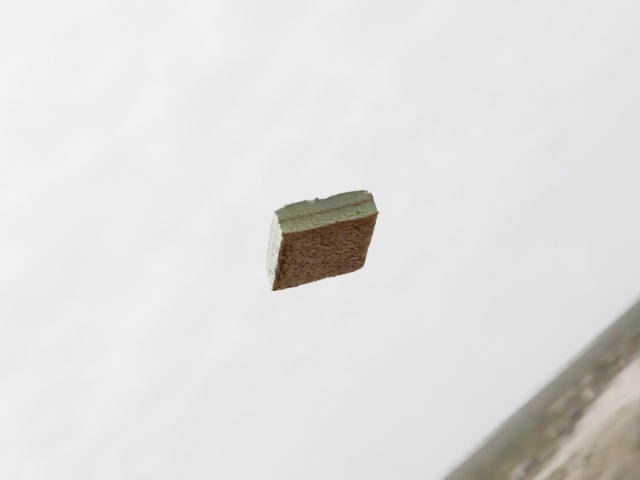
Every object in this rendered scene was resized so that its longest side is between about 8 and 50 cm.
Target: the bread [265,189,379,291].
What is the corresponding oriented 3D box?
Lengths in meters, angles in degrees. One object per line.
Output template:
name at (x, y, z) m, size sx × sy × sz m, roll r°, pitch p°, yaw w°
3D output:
bread at (0.000, 0.000, 1.351) m, size 0.090 × 0.035 × 0.094 m, roll -13°, pitch -30°, yaw -16°
